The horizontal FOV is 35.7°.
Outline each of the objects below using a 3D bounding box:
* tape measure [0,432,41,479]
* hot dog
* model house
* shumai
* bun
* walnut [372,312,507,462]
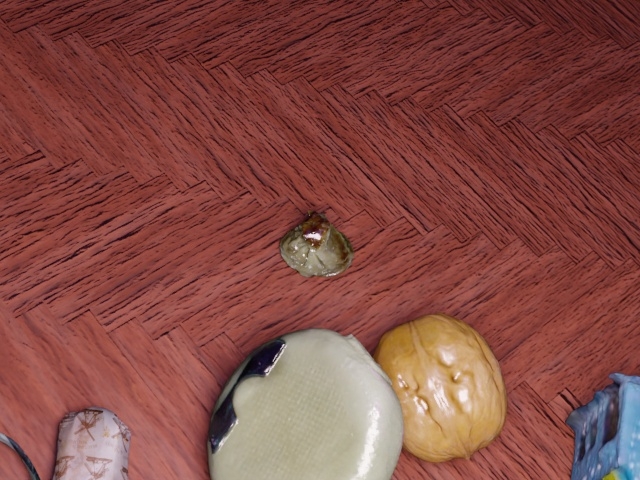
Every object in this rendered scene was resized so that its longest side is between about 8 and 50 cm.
[{"bbox_3d":[-0.500,0.292,1.353,0.164,0.084,0.330,-28,78,-27],"label":"tape measure"},{"bbox_3d":[-0.318,0.322,1.378,0.108,0.059,0.191,8,54,-10],"label":"hot dog"},{"bbox_3d":[0.465,0.382,1.416,0.216,0.237,0.303,17,58,0],"label":"model house"},{"bbox_3d":[0.000,-0.001,1.640,0.124,0.087,0.099,2,56,-13],"label":"shumai"},{"bbox_3d":[-0.005,0.277,1.398,0.293,0.187,0.293,-9,69,25],"label":"bun"},{"bbox_3d":[0.176,0.222,1.484,0.195,0.195,0.221,-18,71,-22],"label":"walnut"}]
